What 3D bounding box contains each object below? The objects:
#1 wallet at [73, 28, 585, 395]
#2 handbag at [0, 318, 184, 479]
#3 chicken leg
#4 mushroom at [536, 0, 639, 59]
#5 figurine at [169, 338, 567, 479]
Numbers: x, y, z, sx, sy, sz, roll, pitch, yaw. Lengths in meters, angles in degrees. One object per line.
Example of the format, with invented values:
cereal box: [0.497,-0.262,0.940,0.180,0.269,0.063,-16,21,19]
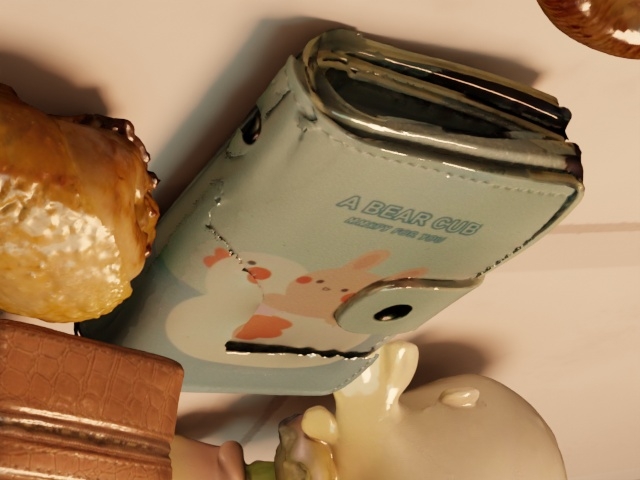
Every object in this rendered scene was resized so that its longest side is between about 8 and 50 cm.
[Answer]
wallet: [0.000,0.000,0.621,0.176,0.075,0.250,10,145,-32]
handbag: [-0.165,0.088,0.602,0.193,0.072,0.151,-9,160,42]
chicken leg: [-0.145,-0.036,0.455,0.107,0.087,0.251,-19,151,16]
mushroom: [0.205,-0.071,0.424,0.227,0.217,0.148,-17,153,3]
figurine: [-0.011,0.176,0.891,0.394,0.226,0.274,-3,122,-2]
